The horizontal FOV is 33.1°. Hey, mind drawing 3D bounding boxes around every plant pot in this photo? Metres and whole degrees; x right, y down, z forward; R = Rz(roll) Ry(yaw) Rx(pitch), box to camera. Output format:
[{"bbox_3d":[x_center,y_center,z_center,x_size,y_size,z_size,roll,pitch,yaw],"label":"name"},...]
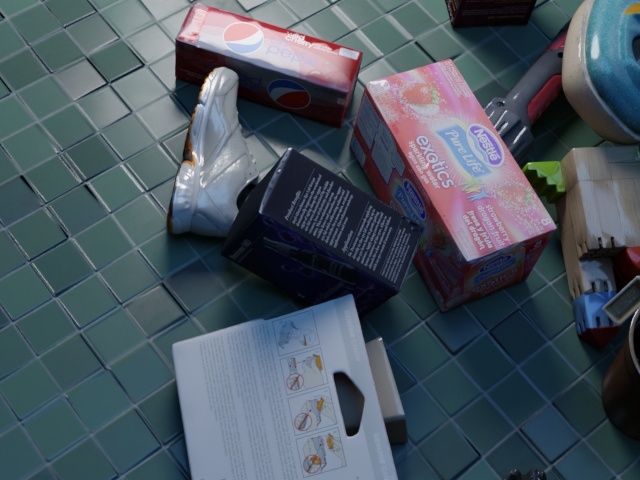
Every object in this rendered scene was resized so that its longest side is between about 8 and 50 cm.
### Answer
[{"bbox_3d":[0.441,0.171,1.362,0.167,0.165,0.167,4,61,-7],"label":"plant pot"},{"bbox_3d":[0.047,0.198,1.334,0.096,0.109,0.109,-15,63,-1],"label":"plant pot"}]

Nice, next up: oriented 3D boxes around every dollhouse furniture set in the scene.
[{"bbox_3d":[0.426,0.077,1.361,0.114,0.081,0.091,-44,89,7],"label":"dollhouse furniture set"}]

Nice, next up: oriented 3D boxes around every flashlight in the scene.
[{"bbox_3d":[0.341,-0.219,1.615,0.103,0.103,0.304,23,61,35],"label":"flashlight"}]

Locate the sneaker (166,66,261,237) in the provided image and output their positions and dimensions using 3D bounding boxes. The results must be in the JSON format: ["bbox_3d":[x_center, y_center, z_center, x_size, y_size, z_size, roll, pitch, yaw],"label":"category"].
[{"bbox_3d":[-0.132,-0.116,1.498,0.121,0.099,0.262,14,67,-8],"label":"sneaker"}]

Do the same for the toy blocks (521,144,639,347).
[{"bbox_3d":[0.486,0.005,1.477,0.381,0.191,0.261,-4,73,-9],"label":"toy blocks"}]

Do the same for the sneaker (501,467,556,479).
[{"bbox_3d":[0.223,0.389,1.252,0.097,0.135,0.276,11,36,12],"label":"sneaker"}]

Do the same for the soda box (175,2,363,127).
[{"bbox_3d":[-0.077,-0.257,1.575,0.263,0.092,0.083,18,61,2],"label":"soda box"}]

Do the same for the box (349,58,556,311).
[{"bbox_3d":[0.173,-0.079,1.474,0.142,0.154,0.300,-19,64,-17],"label":"box"}]

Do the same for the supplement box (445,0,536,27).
[{"bbox_3d":[0.279,-0.430,1.637,0.130,0.239,0.073,-4,60,-10],"label":"supplement box"}]

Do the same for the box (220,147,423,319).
[{"bbox_3d":[0.000,0.000,1.377,0.207,0.153,0.108,29,60,-10],"label":"box"}]

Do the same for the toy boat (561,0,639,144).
[{"bbox_3d":[0.481,-0.222,1.524,0.318,0.148,0.267,40,48,-22],"label":"toy boat"}]

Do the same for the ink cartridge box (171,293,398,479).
[{"bbox_3d":[-0.042,0.223,1.284,0.239,0.060,0.275,-16,63,6],"label":"ink cartridge box"}]
